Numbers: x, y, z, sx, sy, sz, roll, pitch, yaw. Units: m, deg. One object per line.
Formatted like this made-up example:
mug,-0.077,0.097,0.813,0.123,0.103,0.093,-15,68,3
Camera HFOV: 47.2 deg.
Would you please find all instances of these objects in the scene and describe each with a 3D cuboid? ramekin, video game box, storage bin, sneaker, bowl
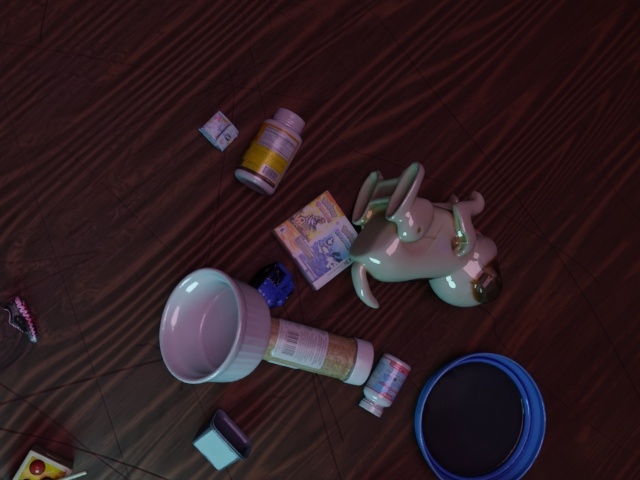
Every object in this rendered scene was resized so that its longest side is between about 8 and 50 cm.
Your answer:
ramekin,-0.250,0.214,1.786,0.135,0.277,0.277,21,81,-49
video game box,0.000,0.000,1.978,0.187,0.048,0.205,-38,98,-16
storage bin,-0.256,0.514,1.874,0.091,0.098,0.135,-37,100,14
sneaker,-0.725,0.197,1.773,0.057,0.047,0.119,-26,88,-8
bowl,0.447,0.511,2.070,0.391,0.077,0.391,1,88,-15

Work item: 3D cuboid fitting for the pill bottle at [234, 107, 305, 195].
pill bottle,-0.127,-0.234,1.913,0.117,0.117,0.215,31,80,-13

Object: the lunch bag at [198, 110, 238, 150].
lunch bag,-0.262,-0.286,1.911,0.071,0.053,0.083,-47,109,-11

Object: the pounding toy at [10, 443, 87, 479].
pounding toy,-0.651,0.566,1.749,0.141,0.100,0.130,31,81,-12

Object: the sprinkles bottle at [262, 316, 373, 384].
sprinkles bottle,-0.042,0.280,1.918,0.355,0.121,0.121,17,84,-14

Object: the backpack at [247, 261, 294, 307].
backpack,-0.133,0.128,1.894,0.101,0.098,0.120,46,58,-8

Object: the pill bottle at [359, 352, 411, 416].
pill bottle,0.172,0.394,1.991,0.087,0.087,0.160,33,80,-12

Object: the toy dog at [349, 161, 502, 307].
toy dog,0.304,0.029,1.935,0.408,0.284,0.395,27,68,-22
